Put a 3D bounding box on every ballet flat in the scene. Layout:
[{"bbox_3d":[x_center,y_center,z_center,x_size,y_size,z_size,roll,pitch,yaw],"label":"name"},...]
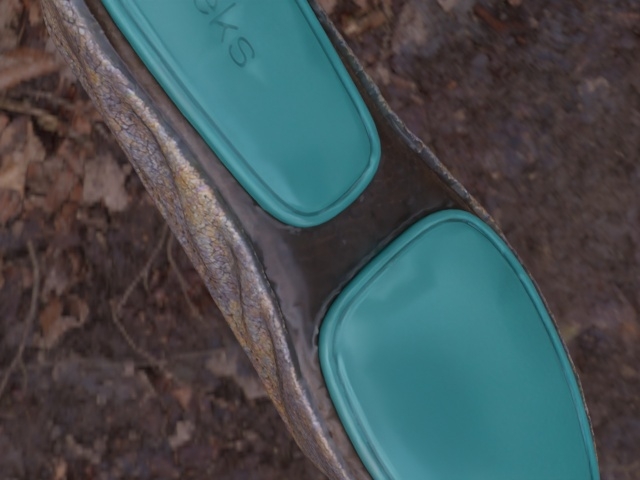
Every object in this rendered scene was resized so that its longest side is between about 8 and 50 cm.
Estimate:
[{"bbox_3d":[0.000,0.000,0.535,0.107,0.106,0.316,-34,103,-22],"label":"ballet flat"}]
